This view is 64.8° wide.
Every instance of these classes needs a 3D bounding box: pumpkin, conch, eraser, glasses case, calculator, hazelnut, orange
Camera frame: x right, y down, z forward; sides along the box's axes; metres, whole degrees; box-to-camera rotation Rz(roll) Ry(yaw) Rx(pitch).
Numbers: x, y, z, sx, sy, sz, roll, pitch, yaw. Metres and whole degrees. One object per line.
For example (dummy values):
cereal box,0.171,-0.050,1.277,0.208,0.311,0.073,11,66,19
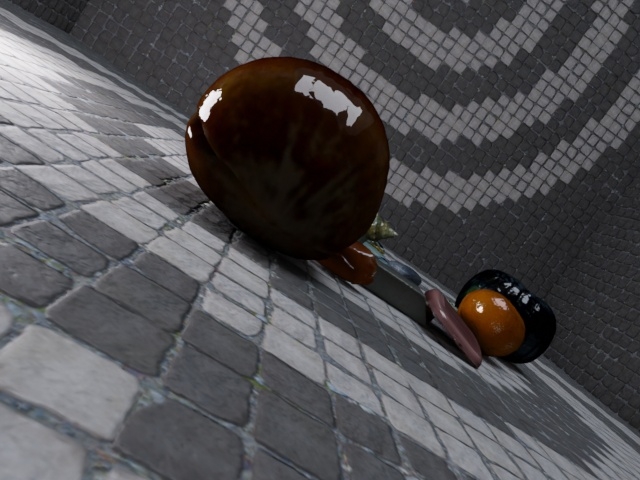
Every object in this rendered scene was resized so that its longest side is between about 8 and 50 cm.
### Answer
pumpkin,0.665,0.273,1.822,0.363,0.266,0.363,38,8,-6
conch,0.151,-0.057,2.246,0.385,0.170,0.203,2,-21,3
eraser,0.156,0.101,1.374,0.352,0.077,0.111,34,9,-5
glasses case,0.354,0.140,2.119,0.109,0.067,0.282,41,7,25
calculator,0.365,0.231,1.380,0.220,0.048,0.329,53,11,1
hazelnut,-0.049,-0.174,1.041,0.429,0.402,0.402,44,3,-19
orange,0.520,0.256,1.560,0.224,0.170,0.224,53,-2,2

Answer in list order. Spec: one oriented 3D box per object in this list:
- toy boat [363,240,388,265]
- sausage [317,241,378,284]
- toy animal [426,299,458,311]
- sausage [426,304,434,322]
toy boat,0.255,0.052,2.422,0.220,0.067,0.291,30,19,-29
sausage,0.000,0.000,1.239,0.330,0.102,0.102,37,7,26
toy animal,0.396,0.224,1.711,0.216,0.074,0.176,24,6,-37
sausage,0.277,0.189,1.470,0.131,0.041,0.039,37,13,24
